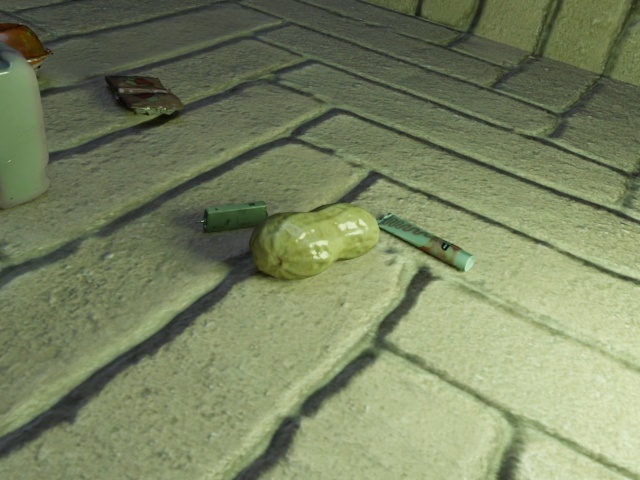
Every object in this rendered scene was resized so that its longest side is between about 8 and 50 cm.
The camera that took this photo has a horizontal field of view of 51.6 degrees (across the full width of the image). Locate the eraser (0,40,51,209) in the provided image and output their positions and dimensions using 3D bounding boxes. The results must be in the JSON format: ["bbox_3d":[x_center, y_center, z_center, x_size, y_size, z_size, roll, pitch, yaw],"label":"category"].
[{"bbox_3d":[-0.642,-0.251,1.181,0.359,0.272,0.122,29,39,27],"label":"eraser"}]

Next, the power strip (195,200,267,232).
[{"bbox_3d":[-0.161,-0.043,1.204,0.136,0.051,0.019,-10,46,-26],"label":"power strip"}]

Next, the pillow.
[{"bbox_3d":[-0.421,-0.345,1.578,0.135,0.049,0.248,-10,35,-29],"label":"pillow"}]

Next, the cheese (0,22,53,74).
[{"bbox_3d":[-0.768,-0.446,1.564,0.329,0.129,0.217,22,31,38],"label":"cheese"}]

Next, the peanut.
[{"bbox_3d":[0.000,0.000,1.132,0.257,0.123,0.123,-12,40,-35],"label":"peanut"}]

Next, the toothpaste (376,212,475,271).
[{"bbox_3d":[0.196,-0.001,1.254,0.205,0.036,0.056,29,40,32],"label":"toothpaste"}]
